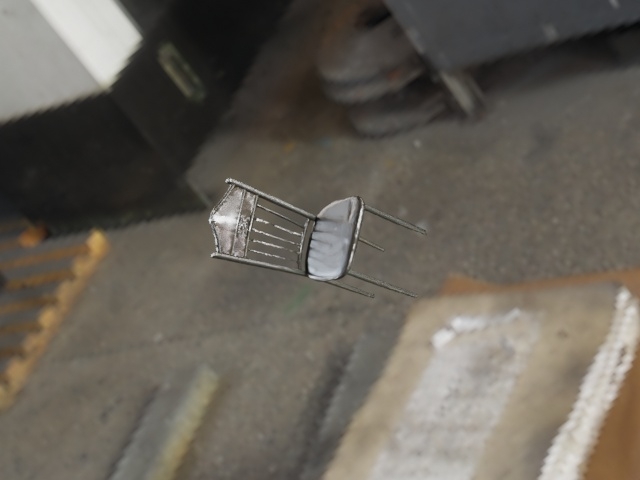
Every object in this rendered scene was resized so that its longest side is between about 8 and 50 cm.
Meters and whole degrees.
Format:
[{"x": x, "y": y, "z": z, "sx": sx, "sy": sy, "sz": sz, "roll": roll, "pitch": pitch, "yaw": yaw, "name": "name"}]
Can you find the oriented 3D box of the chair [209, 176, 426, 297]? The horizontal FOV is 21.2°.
[{"x": 0.000, "y": -0.001, "z": 0.710, "sx": 0.042, "sy": 0.086, "sz": 0.037, "roll": -21, "pitch": 55, "yaw": 59, "name": "chair"}]
